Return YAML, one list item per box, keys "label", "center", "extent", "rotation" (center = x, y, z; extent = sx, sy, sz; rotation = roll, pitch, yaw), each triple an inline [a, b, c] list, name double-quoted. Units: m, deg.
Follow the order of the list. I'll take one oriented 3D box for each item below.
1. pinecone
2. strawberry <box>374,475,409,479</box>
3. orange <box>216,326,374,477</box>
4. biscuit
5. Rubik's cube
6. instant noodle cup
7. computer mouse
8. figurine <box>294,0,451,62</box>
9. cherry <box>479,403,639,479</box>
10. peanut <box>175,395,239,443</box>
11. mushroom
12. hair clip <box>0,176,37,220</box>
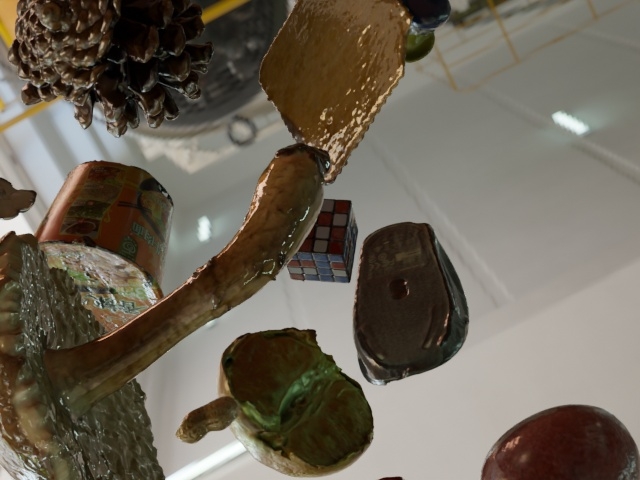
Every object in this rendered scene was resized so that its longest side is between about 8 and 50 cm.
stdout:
- label: "pinecone"
  center: [-0.260, -0.246, 1.554]
  extent: [0.264, 0.264, 0.264]
  rotation: [-26, -165, 7]
- label: "strawberry"
  center: [0.023, 0.412, 1.297]
  extent: [0.345, 0.295, 0.317]
  rotation: [-38, -158, -2]
- label: "orange"
  center: [-0.066, 0.329, 2.375]
  extent: [0.196, 0.334, 0.262]
  rotation: [-46, -175, 29]
- label: "biscuit"
  center: [0.017, -0.218, 1.445]
  extent: [0.013, 0.232, 0.237]
  rotation: [6, 131, -38]
- label: "Rubik's cube"
  center: [0.000, 0.000, 1.748]
  extent: [0.092, 0.092, 0.092]
  rotation: [3, -118, 11]
- label: "instant noodle cup"
  center: [-0.322, 0.004, 1.812]
  extent: [0.230, 0.230, 0.182]
  rotation: [-18, -136, 34]
- label: "computer mouse"
  center: [0.150, 0.118, 2.060]
  extent: [0.203, 0.114, 0.374]
  rotation: [-14, -140, 13]
- label: "figurine"
  center: [0.068, -0.346, 1.542]
  extent: [0.283, 0.204, 0.338]
  rotation: [-48, -145, 19]
- label: "cherry"
  center: [0.359, 0.380, 1.824]
  extent: [0.285, 0.236, 0.213]
  rotation: [-43, -145, 1]
- label: "peanut"
  center: [-0.179, 0.286, 1.923]
  extent: [0.113, 0.054, 0.054]
  rotation: [-27, -167, -20]
- label: "mushroom"
  center: [-0.134, 0.051, 0.859]
  extent: [0.302, 0.208, 0.233]
  rotation: [-55, -154, 16]
- label: "hair clip"
  center: [-0.509, -0.060, 1.781]
  extent: [0.172, 0.116, 0.049]
  rotation: [-33, 161, -50]
